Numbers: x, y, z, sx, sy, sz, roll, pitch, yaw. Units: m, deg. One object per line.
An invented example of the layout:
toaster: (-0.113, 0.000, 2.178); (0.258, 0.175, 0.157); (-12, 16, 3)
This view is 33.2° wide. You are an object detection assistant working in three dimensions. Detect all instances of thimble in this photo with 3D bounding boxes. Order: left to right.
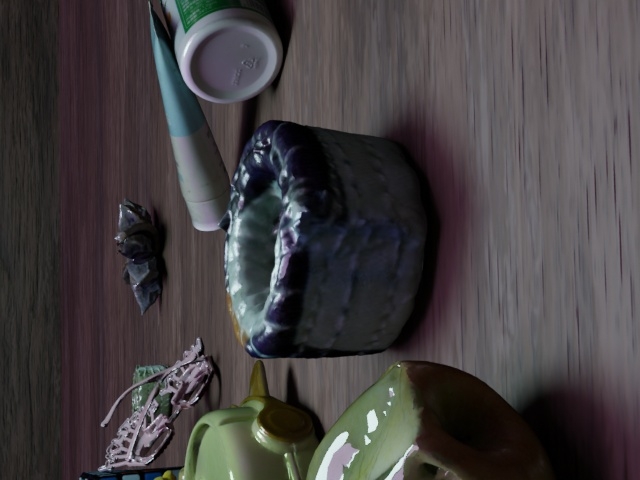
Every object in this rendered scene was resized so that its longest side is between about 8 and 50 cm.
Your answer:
thimble: (-0.303, 0.273, 1.923); (0.084, 0.062, 0.110); (-143, 56, -66)
thimble: (0.000, 0.000, 1.018); (0.237, 0.150, 0.238); (-178, 90, -68)

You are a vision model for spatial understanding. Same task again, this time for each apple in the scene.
apple: (0.082, 0.193, 0.776); (0.188, 0.173, 0.207); (-51, 38, 30)

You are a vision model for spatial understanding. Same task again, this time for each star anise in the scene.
star anise: (-0.336, 0.022, 1.983); (0.262, 0.081, 0.230); (113, 151, -68)

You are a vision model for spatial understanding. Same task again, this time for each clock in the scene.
clock: (-0.081, 0.328, 1.268); (0.286, 0.117, 0.349); (119, 145, -51)

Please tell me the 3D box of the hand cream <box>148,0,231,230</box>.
hand cream: (-0.184, -0.157, 1.434); (0.111, 0.070, 0.312); (-109, 2, -59)

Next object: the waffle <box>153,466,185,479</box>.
waffle: (-0.223, 0.458, 1.485); (0.281, 0.058, 0.301); (48, 109, 13)

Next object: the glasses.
glasses: (-0.263, 0.246, 1.646); (0.255, 0.095, 0.162); (-50, 15, -14)

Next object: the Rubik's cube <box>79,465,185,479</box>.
Rubik's cube: (-0.274, 0.450, 1.681); (0.187, 0.182, 0.184); (152, 116, -67)

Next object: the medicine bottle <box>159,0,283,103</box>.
medicine bottle: (-0.141, -0.309, 1.409); (0.274, 0.133, 0.133); (-110, 28, -43)
